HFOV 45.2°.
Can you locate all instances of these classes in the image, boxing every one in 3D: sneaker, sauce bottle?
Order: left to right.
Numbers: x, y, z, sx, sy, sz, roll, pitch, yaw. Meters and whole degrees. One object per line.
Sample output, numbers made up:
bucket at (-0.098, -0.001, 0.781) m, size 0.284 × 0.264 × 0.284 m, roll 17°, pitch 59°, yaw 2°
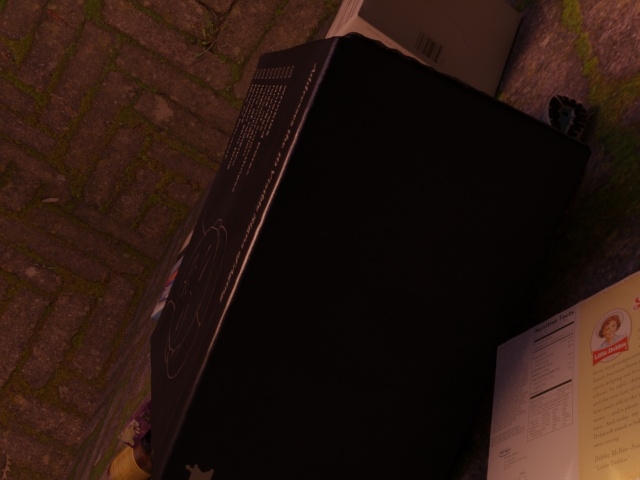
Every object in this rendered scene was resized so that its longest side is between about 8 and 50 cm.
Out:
sauce bottle at (-0.380, 0.487, 1.755) m, size 0.344 × 0.111 × 0.111 m, roll -42°, pitch 24°, yaw 42°
sneaker at (0.273, -0.092, 0.915) m, size 0.073 × 0.063 × 0.162 m, roll 110°, pitch -176°, yaw -61°

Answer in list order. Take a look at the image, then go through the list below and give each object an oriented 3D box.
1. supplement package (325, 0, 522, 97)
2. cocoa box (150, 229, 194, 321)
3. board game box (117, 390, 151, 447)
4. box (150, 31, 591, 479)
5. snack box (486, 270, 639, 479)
supplement package at (0.164, -0.337, 1.267) m, size 0.145 × 0.261 × 0.204 m, roll -28°, pitch 35°, yaw 62°
cocoa box at (-0.170, 0.080, 1.602) m, size 0.347 × 0.231 × 0.228 m, roll -33°, pitch 32°, yaw 58°
board game box at (-0.322, 0.296, 1.754) m, size 0.208 × 0.056 × 0.347 m, roll -44°, pitch 9°, yaw 28°
box at (0.004, 0.032, 0.952) m, size 0.472 × 0.297 × 0.480 m, roll -134°, pitch 66°, yaw -75°
snack box at (0.254, 0.110, 0.580) m, size 0.322 × 0.060 × 0.187 m, roll -42°, pitch 24°, yaw 47°
